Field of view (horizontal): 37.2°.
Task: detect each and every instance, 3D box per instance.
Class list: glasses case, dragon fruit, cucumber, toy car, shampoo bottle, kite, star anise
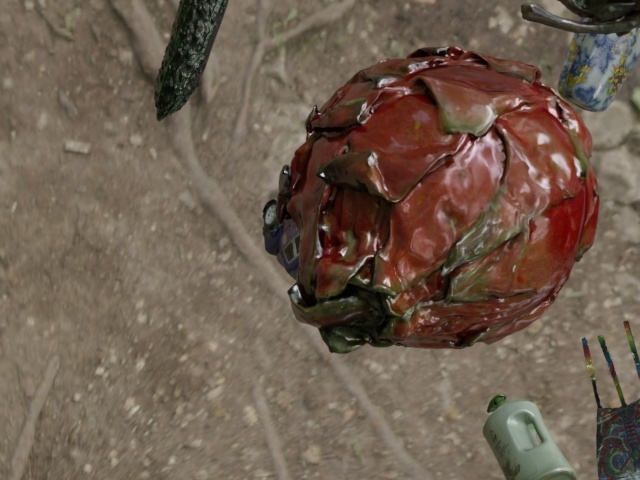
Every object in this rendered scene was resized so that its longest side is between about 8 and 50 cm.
[{"bbox_3d":[0.378,-0.283,1.199,0.087,0.065,0.247,19,95,-34],"label":"glasses case"},{"bbox_3d":[0.087,-0.025,0.758,0.244,0.244,0.299,45,63,2],"label":"dragon fruit"},{"bbox_3d":[-0.183,-0.313,1.382,0.072,0.072,0.300,17,105,-11],"label":"cucumber"},{"bbox_3d":[0.000,0.000,1.696,0.172,0.235,0.157,17,61,-27],"label":"toy car"},{"bbox_3d":[0.358,0.361,1.692,0.087,0.118,0.234,29,23,-30],"label":"shampoo bottle"},{"bbox_3d":[0.543,0.289,1.699,0.015,0.152,0.285,29,47,-53],"label":"kite"},{"bbox_3d":[0.346,-0.280,1.037,0.209,0.231,0.089,21,43,-52],"label":"star anise"}]
